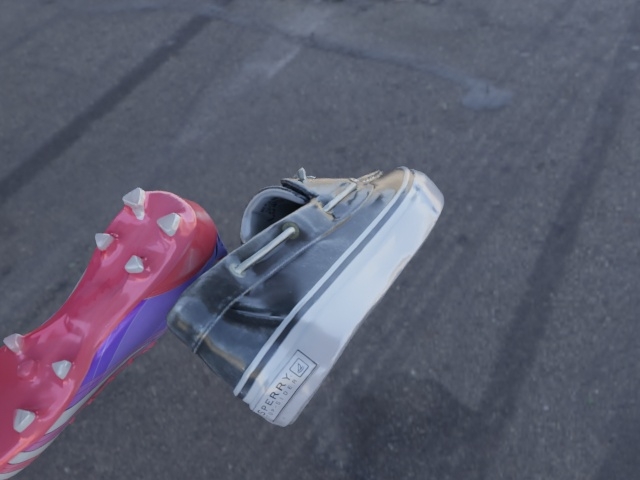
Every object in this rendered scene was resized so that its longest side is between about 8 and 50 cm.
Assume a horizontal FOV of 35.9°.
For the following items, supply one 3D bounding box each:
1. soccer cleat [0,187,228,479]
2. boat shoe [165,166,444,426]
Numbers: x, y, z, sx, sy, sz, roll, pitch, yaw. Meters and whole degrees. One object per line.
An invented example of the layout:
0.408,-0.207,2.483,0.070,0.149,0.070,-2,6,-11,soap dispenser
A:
-0.157,0.075,0.669,0.083,0.095,0.248,35,84,33,soccer cleat
0.000,0.000,0.720,0.119,0.121,0.335,39,26,1,boat shoe
